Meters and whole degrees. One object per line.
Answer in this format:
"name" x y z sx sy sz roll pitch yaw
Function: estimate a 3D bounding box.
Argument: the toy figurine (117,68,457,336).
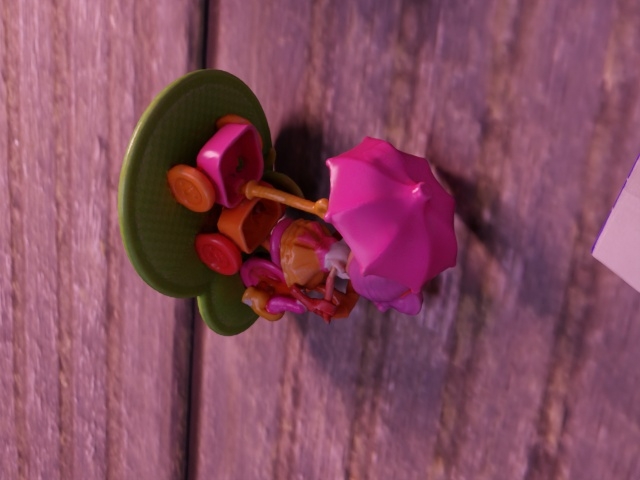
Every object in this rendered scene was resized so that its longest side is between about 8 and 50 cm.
"toy figurine" 0.000 0.000 0.678 0.159 0.130 0.173 14 137 33

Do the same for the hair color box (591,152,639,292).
"hair color box" 0.239 -0.083 0.383 0.185 0.110 0.339 41 130 29
